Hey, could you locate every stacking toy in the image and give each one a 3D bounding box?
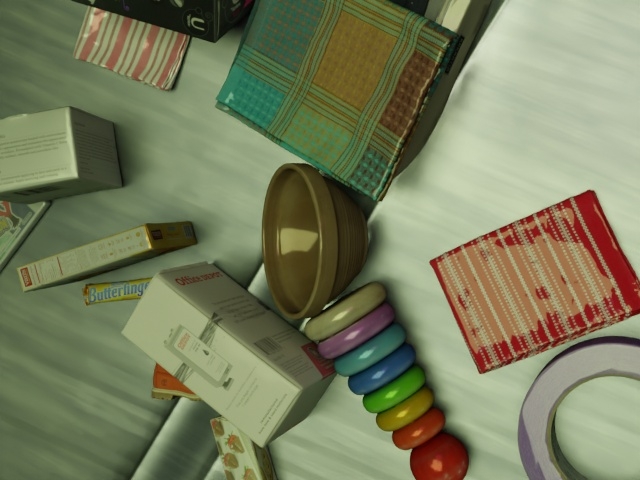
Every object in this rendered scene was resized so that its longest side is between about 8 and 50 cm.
[{"bbox_3d":[0.114,0.233,1.593,0.141,0.141,0.330,-31,90,16],"label":"stacking toy"}]

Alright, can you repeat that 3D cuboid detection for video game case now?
[{"bbox_3d":[-0.596,-0.049,1.842,0.183,0.023,0.201,42,103,12],"label":"video game case"}]

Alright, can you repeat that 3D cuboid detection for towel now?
[{"bbox_3d":[0.008,-0.252,1.563,0.370,0.040,0.271,34,108,35],"label":"towel"},{"bbox_3d":[0.323,0.064,1.562,0.275,0.031,0.199,-25,84,17],"label":"towel"},{"bbox_3d":[-0.313,-0.344,1.741,0.197,0.029,0.144,21,97,15],"label":"towel"}]

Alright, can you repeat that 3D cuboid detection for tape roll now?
[{"bbox_3d":[0.427,0.279,1.508,0.275,0.090,0.275,1,93,18],"label":"tape roll"}]

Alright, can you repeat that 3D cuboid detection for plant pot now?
[{"bbox_3d":[0.000,0.000,1.590,0.110,0.237,0.237,-1,92,-23],"label":"plant pot"}]

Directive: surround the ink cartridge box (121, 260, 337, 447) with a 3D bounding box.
[{"bbox_3d":[-0.132,0.167,1.612,0.283,0.207,0.117,37,104,13],"label":"ink cartridge box"}]

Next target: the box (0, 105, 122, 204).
[{"bbox_3d":[-0.444,-0.135,1.700,0.181,0.182,0.119,-9,86,12],"label":"box"}]

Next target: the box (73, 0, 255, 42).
[{"bbox_3d":[-0.241,-0.433,1.623,0.270,0.165,0.143,19,134,16],"label":"box"}]

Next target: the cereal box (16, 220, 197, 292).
[{"bbox_3d":[-0.342,0.024,1.690,0.240,0.173,0.047,-18,88,18],"label":"cereal box"}]

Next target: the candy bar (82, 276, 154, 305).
[{"bbox_3d":[-0.330,0.085,1.769,0.161,0.018,0.040,-6,90,16],"label":"candy bar"}]

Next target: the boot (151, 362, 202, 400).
[{"bbox_3d":[-0.205,0.220,1.717,0.158,0.059,0.084,1,87,18],"label":"boot"}]

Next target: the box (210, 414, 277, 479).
[{"bbox_3d":[-0.098,0.430,1.687,0.063,0.067,0.324,-17,86,17],"label":"box"}]

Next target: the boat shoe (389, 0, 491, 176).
[{"bbox_3d":[0.120,-0.272,1.575,0.158,0.127,0.340,27,92,21],"label":"boat shoe"}]
